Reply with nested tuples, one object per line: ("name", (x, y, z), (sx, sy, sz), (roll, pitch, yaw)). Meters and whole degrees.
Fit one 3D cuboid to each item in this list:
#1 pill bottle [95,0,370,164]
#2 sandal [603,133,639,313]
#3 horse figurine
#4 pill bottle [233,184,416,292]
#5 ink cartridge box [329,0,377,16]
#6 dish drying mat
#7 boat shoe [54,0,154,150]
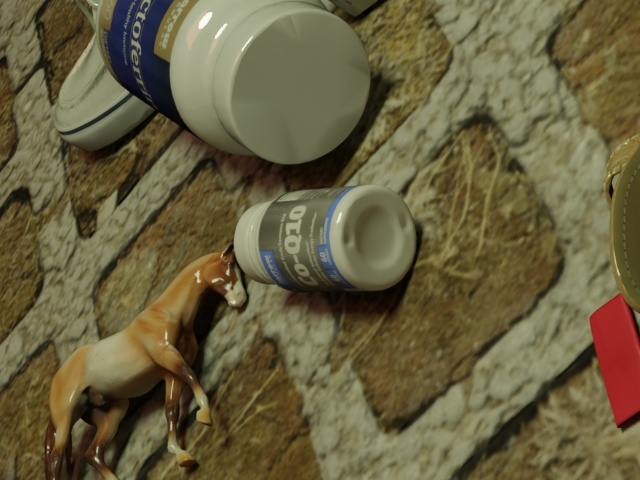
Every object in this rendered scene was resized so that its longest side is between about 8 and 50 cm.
("pill bottle", (-0.075, -0.158, 1.350), (0.153, 0.153, 0.264), (-60, 34, 2))
("sandal", (0.212, -0.037, 0.980), (0.079, 0.088, 0.240), (113, 173, -59))
("horse figurine", (-0.159, 0.128, 1.340), (0.263, 0.066, 0.174), (-37, 47, 29))
("pill bottle", (0.000, 0.000, 1.207), (0.137, 0.078, 0.078), (-4, 64, 52))
("ink cartridge box", (0.073, -0.313, 1.318), (0.219, 0.092, 0.160), (-33, 44, 37))
("dish drying mat", (0.183, 0.072, 0.979), (0.032, 0.008, 0.083), (-39, 41, 31))
("boat shoe", (-0.173, -0.249, 1.539), (0.367, 0.156, 0.136), (-45, 37, 22))
